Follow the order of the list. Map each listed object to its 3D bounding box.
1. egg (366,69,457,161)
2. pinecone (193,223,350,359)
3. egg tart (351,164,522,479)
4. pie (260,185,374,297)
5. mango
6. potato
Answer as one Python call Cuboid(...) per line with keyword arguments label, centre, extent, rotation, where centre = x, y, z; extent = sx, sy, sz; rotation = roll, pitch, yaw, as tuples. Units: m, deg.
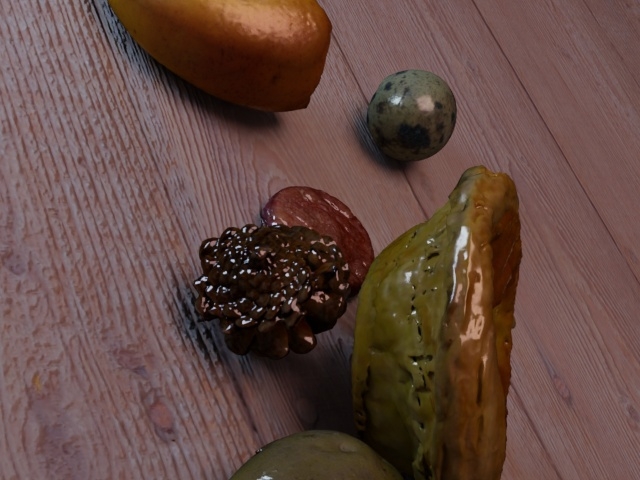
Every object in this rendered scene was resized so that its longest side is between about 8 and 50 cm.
Cuboid(label="egg", centre=(0.146, -0.202, 1.798), extent=(0.141, 0.141, 0.181), rotation=(39, 29, -9))
Cuboid(label="pinecone", centre=(-0.053, 0.055, 1.338), extent=(0.179, 0.149, 0.195), rotation=(14, 17, 24))
Cuboid(label="egg tart", centre=(0.139, 0.132, 1.338), extent=(0.178, 0.443, 0.443), rotation=(4, 38, 11))
Cuboid(label="pie", centre=(0.000, 0.000, 1.537), extent=(0.182, 0.049, 0.182), rotation=(28, 38, -24))
Cuboid(label="mango", centre=(-0.147, -0.314, 1.587), extent=(0.350, 0.201, 0.199), rotation=(25, 11, -13))
Cuboid(label="potato", centre=(-0.014, 0.289, 1.163), extent=(0.235, 0.160, 0.178), rotation=(-6, 34, -31))
